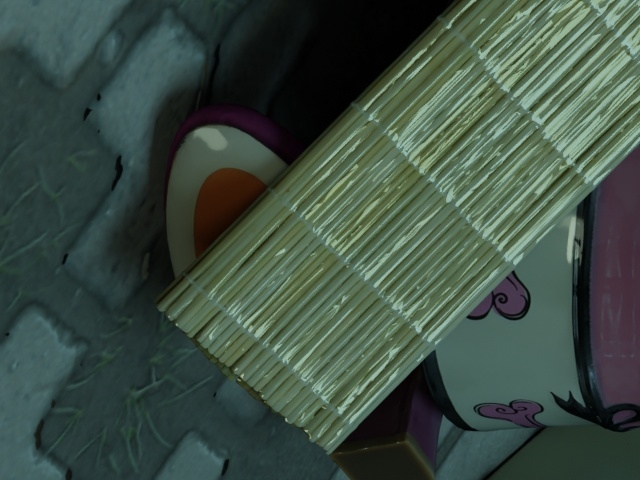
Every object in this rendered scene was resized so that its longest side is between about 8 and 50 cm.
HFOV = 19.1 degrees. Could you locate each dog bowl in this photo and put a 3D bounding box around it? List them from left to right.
[{"bbox_3d":[0.206,-0.057,1.274,0.408,0.150,0.408,-37,132,-55],"label":"dog bowl"}]

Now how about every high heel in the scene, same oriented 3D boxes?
[{"bbox_3d":[0.000,0.000,1.210,0.377,0.127,0.181,66,23,-48],"label":"high heel"}]

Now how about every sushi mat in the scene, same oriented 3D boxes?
[{"bbox_3d":[0.064,-0.027,1.062,0.316,0.019,0.151,-45,122,6],"label":"sushi mat"}]

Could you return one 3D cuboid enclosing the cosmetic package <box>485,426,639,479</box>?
[{"bbox_3d":[0.233,0.267,1.731,0.309,0.160,0.113,-35,142,-41],"label":"cosmetic package"}]
